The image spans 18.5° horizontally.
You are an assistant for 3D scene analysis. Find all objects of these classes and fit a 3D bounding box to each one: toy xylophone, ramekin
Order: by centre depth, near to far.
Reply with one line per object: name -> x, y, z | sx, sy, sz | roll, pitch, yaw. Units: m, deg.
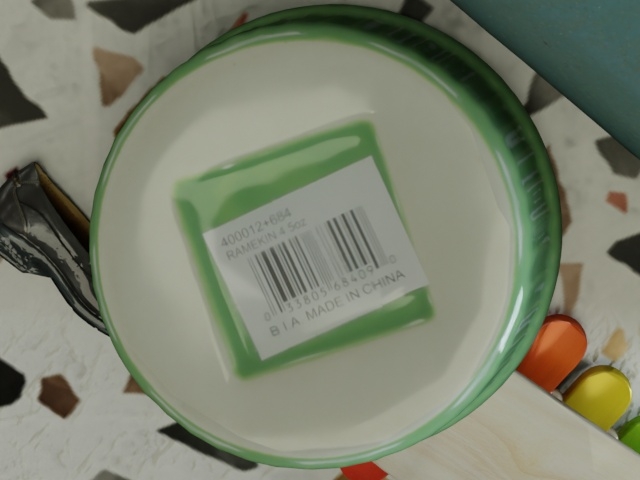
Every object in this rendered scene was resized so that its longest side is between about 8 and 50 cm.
ramekin -> 0.000, 0.000, 1.240 | 0.303, 0.148, 0.303 | 1, 95, 7
toy xylophone -> 0.139, 0.176, 1.393 | 0.323, 0.081, 0.236 | 42, 108, -15

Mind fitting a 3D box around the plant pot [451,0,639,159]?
plant pot -> 0.187, -0.224, 1.109 | 0.341, 0.341, 0.334 | -41, 114, 17

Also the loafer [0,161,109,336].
loafer -> -0.155, 0.015, 1.349 | 0.170, 0.062, 0.061 | 36, 105, -14
